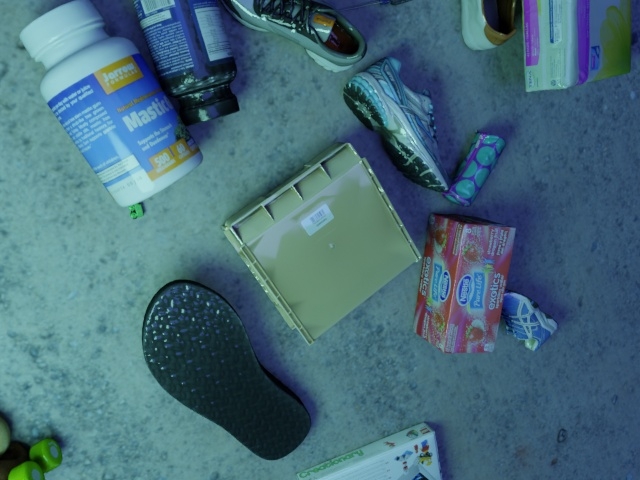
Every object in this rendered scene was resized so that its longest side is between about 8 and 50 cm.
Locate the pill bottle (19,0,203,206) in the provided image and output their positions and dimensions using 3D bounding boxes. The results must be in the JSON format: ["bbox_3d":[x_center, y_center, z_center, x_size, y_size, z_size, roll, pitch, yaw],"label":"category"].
[{"bbox_3d":[-0.305,-0.199,0.830,0.152,0.152,0.272,-34,109,-11],"label":"pill bottle"}]

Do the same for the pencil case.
[{"bbox_3d":[0.301,-0.141,1.118,0.070,0.064,0.152,30,90,-39],"label":"pencil case"}]

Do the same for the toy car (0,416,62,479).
[{"bbox_3d":[-0.531,0.325,0.876,0.155,0.149,0.189,-28,98,-2],"label":"toy car"}]

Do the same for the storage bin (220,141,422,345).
[{"bbox_3d":[0.000,0.000,1.005,0.262,0.123,0.260,-36,110,-10],"label":"storage bin"}]

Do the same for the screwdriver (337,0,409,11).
[{"bbox_3d":[0.093,-0.423,1.010,0.169,0.025,0.024,-16,107,-8],"label":"screwdriver"}]

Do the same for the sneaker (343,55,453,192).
[{"bbox_3d":[0.174,-0.210,1.034,0.122,0.110,0.283,-46,113,-10],"label":"sneaker"}]

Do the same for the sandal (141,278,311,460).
[{"bbox_3d":[-0.174,0.238,1.014,0.167,0.107,0.446,-37,124,-11],"label":"sandal"}]

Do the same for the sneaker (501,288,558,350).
[{"bbox_3d":[0.430,0.167,1.223,0.211,0.080,0.081,35,85,-22],"label":"sneaker"}]

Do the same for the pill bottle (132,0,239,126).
[{"bbox_3d":[-0.200,-0.294,0.867,0.122,0.123,0.219,-20,108,-16],"label":"pill bottle"}]

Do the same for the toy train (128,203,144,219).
[{"bbox_3d":[-0.309,-0.076,0.930,0.023,0.017,0.083,-16,107,-27],"label":"toy train"}]

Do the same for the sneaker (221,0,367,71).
[{"bbox_3d":[-0.037,-0.370,0.921,0.271,0.108,0.100,22,95,-22],"label":"sneaker"}]

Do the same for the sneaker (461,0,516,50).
[{"bbox_3d":[0.304,-0.498,1.013,0.105,0.123,0.290,-20,106,-13],"label":"sneaker"}]

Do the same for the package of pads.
[{"bbox_3d":[0.485,-0.414,1.063,0.296,0.101,0.229,-21,109,-40],"label":"package of pads"}]

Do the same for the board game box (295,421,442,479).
[{"bbox_3d":[0.113,0.530,1.196,0.305,0.053,0.193,-15,106,-17],"label":"board game box"}]

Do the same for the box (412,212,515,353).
[{"bbox_3d":[0.280,0.082,1.123,0.122,0.128,0.257,3,101,-21],"label":"box"}]
